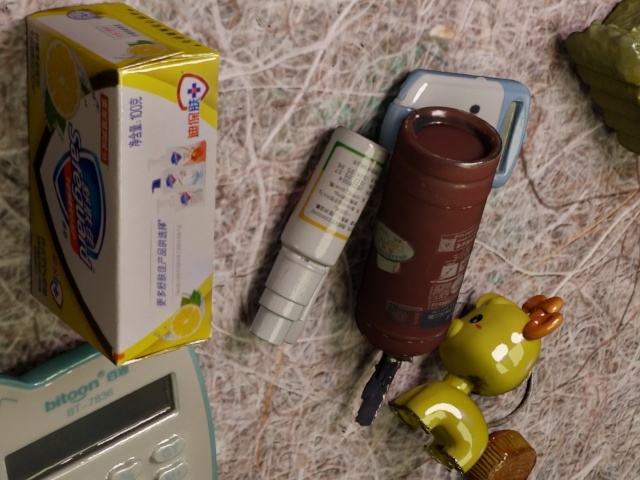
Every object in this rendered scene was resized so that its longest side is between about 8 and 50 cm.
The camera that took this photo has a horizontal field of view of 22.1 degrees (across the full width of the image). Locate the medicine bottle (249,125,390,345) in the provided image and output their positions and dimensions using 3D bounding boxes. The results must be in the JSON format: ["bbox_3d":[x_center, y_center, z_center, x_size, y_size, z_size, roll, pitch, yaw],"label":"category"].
[{"bbox_3d":[0.000,0.000,1.616,0.221,0.061,0.092,-63,154,3],"label":"medicine bottle"}]

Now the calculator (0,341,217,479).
[{"bbox_3d":[-0.211,0.242,1.551,0.256,0.054,0.386,-26,126,-30],"label":"calculator"}]

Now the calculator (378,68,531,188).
[{"bbox_3d":[0.142,-0.114,1.694,0.210,0.039,0.121,2,110,-42],"label":"calculator"}]

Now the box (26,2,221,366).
[{"bbox_3d":[-0.167,-0.051,1.371,0.097,0.168,0.265,-13,120,-33],"label":"box"}]

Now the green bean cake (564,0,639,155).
[{"bbox_3d":[0.393,-0.226,1.797,0.236,0.124,0.233,-48,134,-12],"label":"green bean cake"}]

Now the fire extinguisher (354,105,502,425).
[{"bbox_3d":[0.088,0.040,1.644,0.138,0.102,0.344,-55,162,-52],"label":"fire extinguisher"}]

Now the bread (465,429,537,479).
[{"bbox_3d":[0.207,0.259,1.921,0.085,0.053,0.085,-24,136,-26],"label":"bread"}]

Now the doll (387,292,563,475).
[{"bbox_3d":[0.183,0.140,1.791,0.135,0.143,0.221,46,77,-8],"label":"doll"}]
